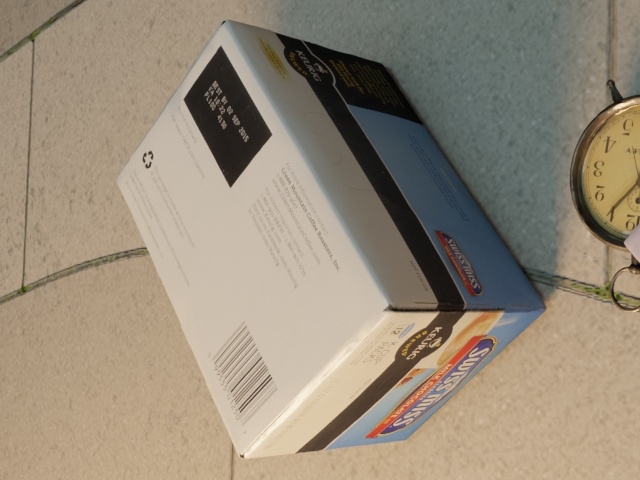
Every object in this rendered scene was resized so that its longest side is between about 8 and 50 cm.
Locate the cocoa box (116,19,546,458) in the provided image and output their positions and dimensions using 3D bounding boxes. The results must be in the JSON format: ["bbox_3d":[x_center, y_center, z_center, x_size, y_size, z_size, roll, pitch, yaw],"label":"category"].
[{"bbox_3d":[0.000,0.000,1.041,0.231,0.228,0.347,-49,55,31],"label":"cocoa box"}]

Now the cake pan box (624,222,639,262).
[{"bbox_3d":[0.346,0.070,0.683,0.070,0.245,0.267,-53,54,27],"label":"cake pan box"}]

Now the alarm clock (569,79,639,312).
[{"bbox_3d":[0.273,-0.034,0.891,0.129,0.064,0.192,14,94,44],"label":"alarm clock"}]
